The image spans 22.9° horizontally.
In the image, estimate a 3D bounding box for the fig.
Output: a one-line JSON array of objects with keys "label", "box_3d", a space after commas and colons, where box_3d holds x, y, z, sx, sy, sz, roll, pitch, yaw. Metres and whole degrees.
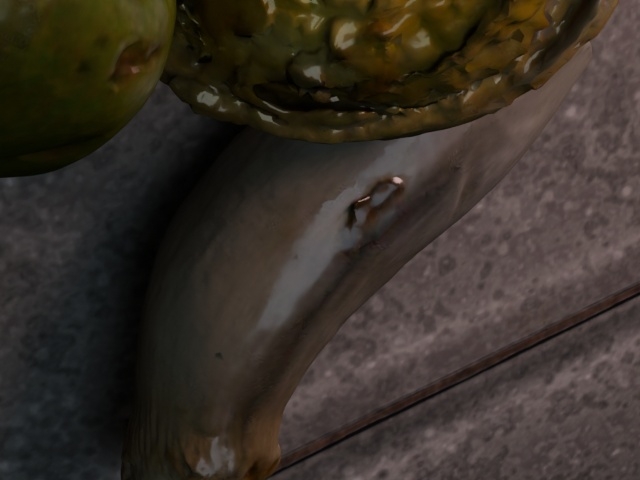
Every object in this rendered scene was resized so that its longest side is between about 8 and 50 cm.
[{"label": "fig", "box_3d": [-0.211, -0.098, 0.722, 0.275, 0.206, 0.206, -26, 131, 13]}]

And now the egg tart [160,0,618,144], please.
[{"label": "egg tart", "box_3d": [0.011, -0.170, 0.764, 0.290, 0.107, 0.291, 4, 113, 9]}]

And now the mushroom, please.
[{"label": "mushroom", "box_3d": [-0.001, 0.001, 0.929, 0.397, 0.126, 0.177, -49, 139, -3]}]
